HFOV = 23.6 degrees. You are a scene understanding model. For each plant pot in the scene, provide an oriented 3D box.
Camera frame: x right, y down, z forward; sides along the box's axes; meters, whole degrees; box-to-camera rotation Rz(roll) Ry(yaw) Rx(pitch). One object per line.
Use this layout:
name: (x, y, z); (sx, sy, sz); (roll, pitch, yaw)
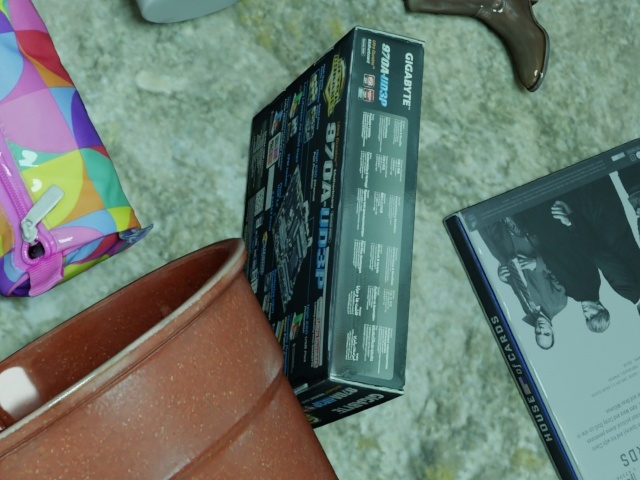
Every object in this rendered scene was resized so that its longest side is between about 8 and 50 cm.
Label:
plant pot: (-0.087, 0.182, 0.832); (0.272, 0.272, 0.265); (-36, 99, -27)

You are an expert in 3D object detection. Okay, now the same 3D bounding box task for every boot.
boot: (0.108, -0.163, 1.124); (0.114, 0.037, 0.106); (8, 59, -25)

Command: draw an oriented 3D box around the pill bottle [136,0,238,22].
pill bottle: (-0.112, -0.262, 1.008); (0.124, 0.124, 0.222); (-16, 83, -26)

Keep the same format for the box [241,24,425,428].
box: (0.000, 0.000, 0.955); (0.051, 0.175, 0.220); (11, 71, -21)

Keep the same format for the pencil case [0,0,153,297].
pencil case: (-0.193, -0.079, 0.932); (0.104, 0.104, 0.236); (-24, 83, -27)

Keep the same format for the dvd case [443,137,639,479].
dvd case: (0.212, 0.061, 1.111); (0.179, 0.029, 0.239); (-21, 85, -27)
